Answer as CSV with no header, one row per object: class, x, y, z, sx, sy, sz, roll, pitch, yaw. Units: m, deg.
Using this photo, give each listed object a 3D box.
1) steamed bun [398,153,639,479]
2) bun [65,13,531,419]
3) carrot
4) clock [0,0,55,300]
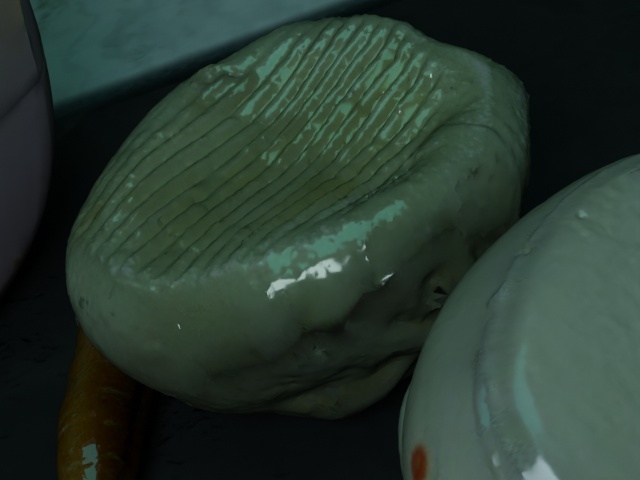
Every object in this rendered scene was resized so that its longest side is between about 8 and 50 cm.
steamed bun,0.122,0.071,0.704,0.177,0.131,0.228,48,52,6
bun,0.000,0.000,0.857,0.231,0.133,0.231,-16,35,12
carrot,-0.101,0.081,0.862,0.048,0.048,0.139,-8,38,10
clock,-0.338,-0.059,0.965,0.377,0.250,0.368,15,47,26
